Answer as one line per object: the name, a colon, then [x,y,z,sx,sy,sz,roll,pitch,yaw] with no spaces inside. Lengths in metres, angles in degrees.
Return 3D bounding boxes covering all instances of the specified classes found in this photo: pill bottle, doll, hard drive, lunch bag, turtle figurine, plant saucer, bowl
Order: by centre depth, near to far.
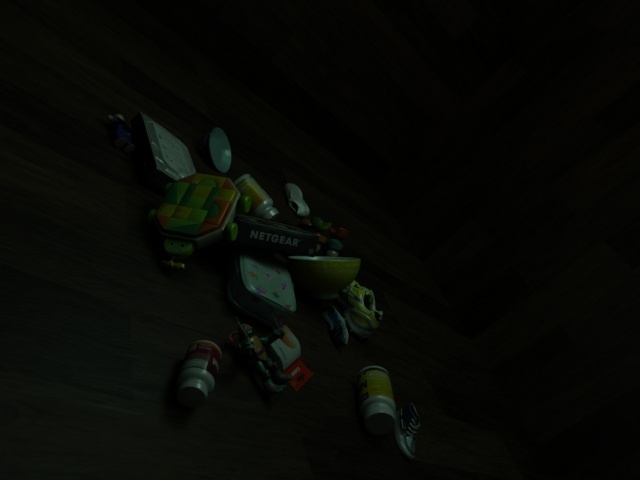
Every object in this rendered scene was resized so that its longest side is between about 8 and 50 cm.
pill bottle: [-0.280,0.307,1.177,0.086,0.086,0.152,40,20,-18]
turtle figurine: [-0.164,0.299,1.400,0.175,0.118,0.234,-30,92,-56]
lunch bag: [-0.201,0.137,1.657,0.224,0.108,0.279,29,22,-28]
pill bottle: [0.184,0.524,1.687,0.119,0.119,0.208,40,19,-19]
doll: [-0.684,-0.381,1.756,0.129,0.046,0.189,45,13,-48]
hard drive: [-0.538,-0.284,1.807,0.237,0.064,0.339,38,19,-49]
bowl: [0.013,0.143,1.985,0.289,0.290,0.156,-1,92,-66]
pill bottle: [-0.270,-0.162,2.103,0.208,0.117,0.117,48,19,3]
plant saucer: [-0.446,-0.388,2.212,0.195,0.037,0.194,-4,90,-72]

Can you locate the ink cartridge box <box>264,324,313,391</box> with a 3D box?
ink cartridge box: [-0.092,0.353,1.558,0.179,0.045,0.145,47,19,9]

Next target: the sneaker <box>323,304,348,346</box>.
sneaker: [0.076,0.330,1.935,0.083,0.071,0.190,40,19,-37]

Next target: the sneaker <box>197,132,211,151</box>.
sneaker: [-0.485,-0.424,2.250,0.078,0.067,0.188,39,18,-10]

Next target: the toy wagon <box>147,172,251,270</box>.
toy wagon: [-0.371,-0.063,1.511,0.267,0.068,0.344,10,50,9]

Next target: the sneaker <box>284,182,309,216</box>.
sneaker: [-0.136,-0.209,2.568,0.094,0.080,0.212,0,50,-50]

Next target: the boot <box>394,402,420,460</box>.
boot: [0.303,0.646,1.747,0.069,0.086,0.190,37,21,-27]

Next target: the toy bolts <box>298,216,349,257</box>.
toy bolts: [0.000,0.000,2.416,0.229,0.158,0.218,21,-11,-33]

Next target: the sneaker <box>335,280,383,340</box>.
sneaker: [0.150,0.235,2.160,0.145,0.147,0.384,24,28,-46]

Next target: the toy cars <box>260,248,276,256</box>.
toy cars: [-0.157,-0.017,2.048,0.176,0.087,0.394,37,14,20]

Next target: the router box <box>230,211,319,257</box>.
router box: [-0.196,-0.029,1.740,0.309,0.081,0.243,12,6,-31]
